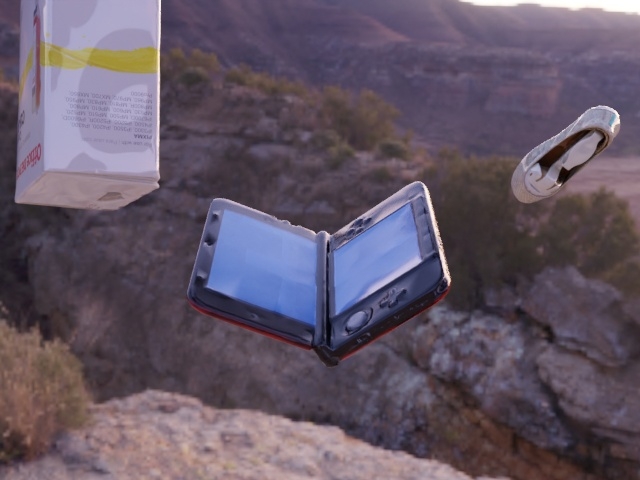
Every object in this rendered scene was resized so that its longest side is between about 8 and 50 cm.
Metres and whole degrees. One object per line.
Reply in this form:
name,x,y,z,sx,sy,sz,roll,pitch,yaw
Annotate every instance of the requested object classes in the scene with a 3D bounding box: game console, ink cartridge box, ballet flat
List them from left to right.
ink cartridge box,-0.339,-0.252,1.334,0.160,0.385,0.279,2,-7,-26
game console,0.000,0.000,0.559,0.124,0.085,0.144,-33,22,16
ballet flat,0.272,-0.090,1.061,0.057,0.168,0.052,35,43,-5
